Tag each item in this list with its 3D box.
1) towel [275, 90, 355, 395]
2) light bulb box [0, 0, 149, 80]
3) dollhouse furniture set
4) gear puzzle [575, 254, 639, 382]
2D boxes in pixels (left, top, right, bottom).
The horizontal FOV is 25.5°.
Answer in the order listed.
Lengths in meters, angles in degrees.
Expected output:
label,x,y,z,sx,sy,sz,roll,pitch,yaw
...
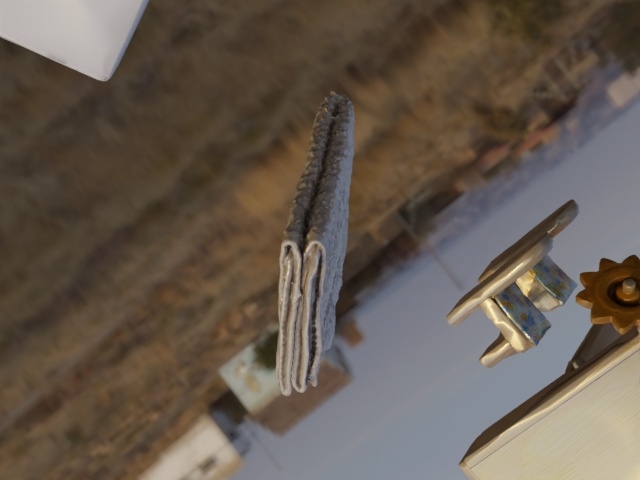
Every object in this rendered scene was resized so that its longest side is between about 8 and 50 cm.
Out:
label,x,y,z,sx,sy,sz,roll,pitch,yaw
towel,0.000,0.000,1.362,0.282,0.049,0.187,-78,174,-54
light bulb box,-0.236,-0.324,0.922,0.225,0.358,0.361,-61,-168,22
dollhouse furniture set,0.339,0.146,1.499,0.256,0.362,0.394,-41,179,29
gear puzzle,0.348,0.108,1.121,0.175,0.339,0.044,-43,146,-32
